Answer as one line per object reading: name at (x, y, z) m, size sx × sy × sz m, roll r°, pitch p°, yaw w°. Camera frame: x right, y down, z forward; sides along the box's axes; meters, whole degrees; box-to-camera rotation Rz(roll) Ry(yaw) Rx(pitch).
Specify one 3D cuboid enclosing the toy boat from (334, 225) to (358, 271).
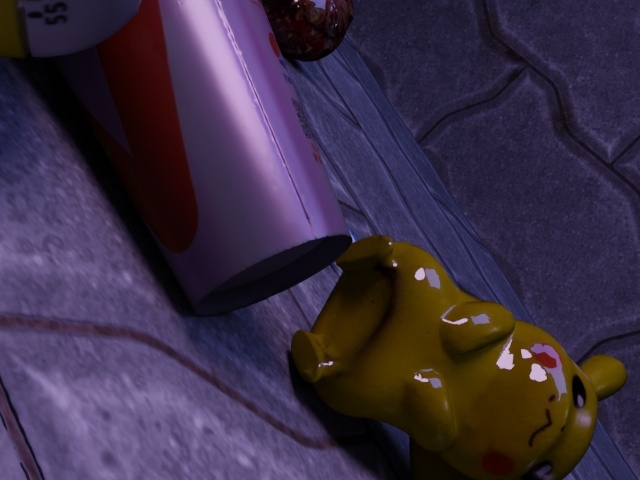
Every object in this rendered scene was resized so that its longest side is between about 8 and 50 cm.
toy boat at (0.000, -0.007, 1.152) m, size 0.149 × 0.034 × 0.105 m, roll 22°, pitch 35°, yaw -44°

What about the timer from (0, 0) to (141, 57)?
timer at (-0.238, -0.237, 0.511) m, size 0.285 × 0.285 × 0.285 m, roll 50°, pitch 14°, yaw -17°

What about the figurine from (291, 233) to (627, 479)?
figurine at (0.128, 0.140, 0.838) m, size 0.327 × 0.218 × 0.169 m, roll 32°, pitch -4°, yaw -7°

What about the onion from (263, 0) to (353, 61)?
onion at (-0.037, -0.492, 1.880) m, size 0.246 × 0.190 × 0.246 m, roll 35°, pitch 37°, yaw -32°

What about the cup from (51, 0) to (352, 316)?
cup at (-0.097, -0.097, 0.721) m, size 0.288 × 0.203 × 0.203 m, roll 63°, pitch 15°, yaw 13°

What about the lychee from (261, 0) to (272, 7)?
lychee at (-0.133, -0.413, 1.172) m, size 0.270 × 0.320 × 0.269 m, roll 169°, pitch -90°, yaw -70°
